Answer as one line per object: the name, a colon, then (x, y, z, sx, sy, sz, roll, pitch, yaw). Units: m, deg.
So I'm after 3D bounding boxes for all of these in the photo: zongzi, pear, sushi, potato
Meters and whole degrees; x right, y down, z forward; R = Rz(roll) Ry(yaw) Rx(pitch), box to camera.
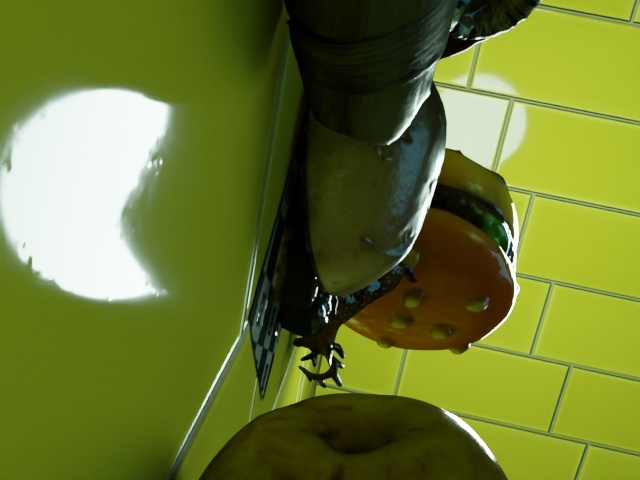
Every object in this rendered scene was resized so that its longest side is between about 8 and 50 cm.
zongzi: (0.041, -0.210, 0.501, 0.221, 0.112, 0.242, 93, 8, -59)
pear: (0.018, 0.239, 0.492, 0.281, 0.281, 0.280, 12, 90, -86)
sushi: (0.000, 0.000, 0.879, 0.320, 0.069, 0.339, 95, 7, -63)
potato: (0.073, -0.086, 0.804, 0.239, 0.116, 0.299, 3, 92, -72)

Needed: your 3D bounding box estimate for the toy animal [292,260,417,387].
toy animal: (0.048, 0.103, 1.223, 0.260, 0.244, 0.087, 65, -4, -37)

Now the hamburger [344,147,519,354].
hamburger: (0.171, 0.030, 1.440, 0.395, 0.396, 0.277, 98, 6, -48)

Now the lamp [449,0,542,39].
lamp: (0.139, -0.320, 0.773, 0.247, 0.247, 0.246, 12, 90, -86)

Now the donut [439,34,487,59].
donut: (0.144, -0.330, 0.976, 0.089, 0.235, 0.235, 59, 37, -48)
